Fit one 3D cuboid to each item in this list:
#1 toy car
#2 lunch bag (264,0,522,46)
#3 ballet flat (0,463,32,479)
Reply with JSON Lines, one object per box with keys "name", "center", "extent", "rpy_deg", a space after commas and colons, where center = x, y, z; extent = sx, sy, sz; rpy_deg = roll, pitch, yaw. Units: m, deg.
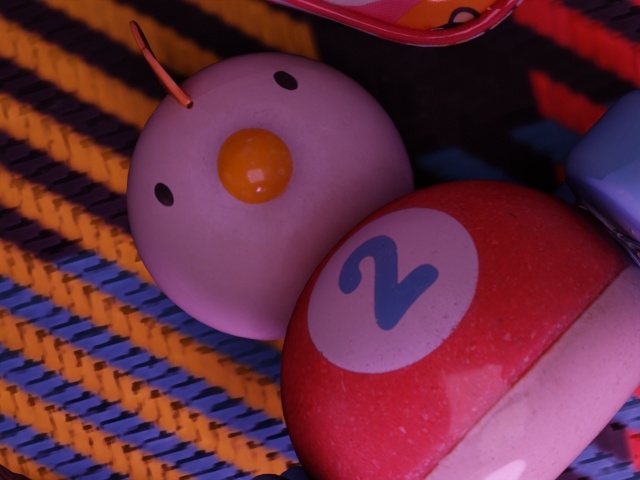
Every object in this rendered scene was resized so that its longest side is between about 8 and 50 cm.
{"name": "toy car", "center": [0.000, 0.000, 0.542], "extent": [0.238, 0.210, 0.219], "rpy_deg": [43, 87, 9]}
{"name": "lunch bag", "center": [0.027, -0.224, 0.517], "extent": [0.258, 0.120, 0.293], "rpy_deg": [20, 104, -2]}
{"name": "ballet flat", "center": [-0.088, 0.227, 0.456], "extent": [0.182, 0.164, 0.483], "rpy_deg": [-6, 111, -17]}
